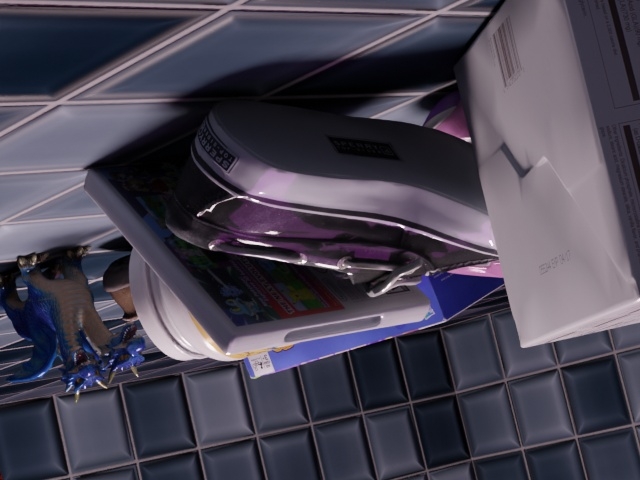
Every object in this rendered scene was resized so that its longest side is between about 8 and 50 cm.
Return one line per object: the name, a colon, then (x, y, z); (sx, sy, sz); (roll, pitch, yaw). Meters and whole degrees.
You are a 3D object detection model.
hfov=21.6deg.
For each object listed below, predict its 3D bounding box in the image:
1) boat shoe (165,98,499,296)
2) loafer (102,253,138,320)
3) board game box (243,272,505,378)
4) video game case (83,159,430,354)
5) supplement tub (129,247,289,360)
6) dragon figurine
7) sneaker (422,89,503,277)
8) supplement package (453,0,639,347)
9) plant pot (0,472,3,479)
boat shoe: (0.036, -0.014, 1.169); (0.306, 0.113, 0.105); (5, 127, -39)
loafer: (-0.071, 0.055, 1.710); (0.133, 0.130, 0.366); (-18, 171, 35)
board game box: (0.100, 0.019, 1.647); (0.233, 0.078, 0.347); (-19, -176, 37)
video game case: (-0.047, 0.004, 1.222); (0.183, 0.201, 0.023); (-7, 131, -39)
supplement tub: (-0.048, 0.021, 1.432); (0.199, 0.144, 0.144); (-17, 172, 28)
dragon figurine: (-0.257, 0.092, 1.605); (0.085, 0.144, 0.289); (-8, 171, -31)
sneaker: (0.124, -0.064, 1.343); (0.095, 0.105, 0.236); (5, 153, 11)
supplement package: (0.196, -0.059, 1.019); (0.145, 0.204, 0.262); (-11, 173, -9)
plant pot: (-0.389, 0.125, 1.257); (0.267, 0.236, 0.267); (-11, 173, -9)
